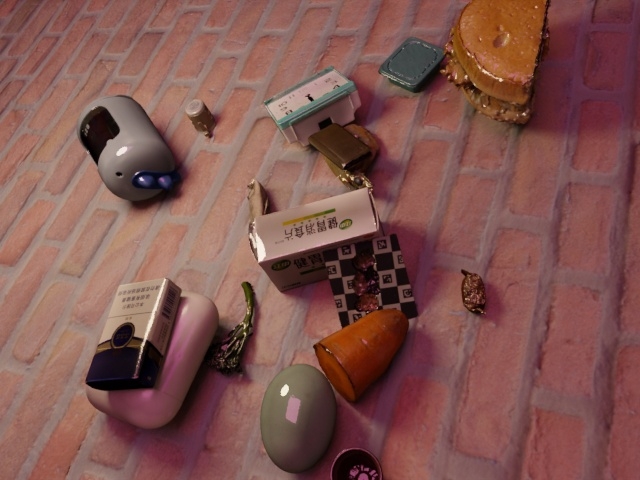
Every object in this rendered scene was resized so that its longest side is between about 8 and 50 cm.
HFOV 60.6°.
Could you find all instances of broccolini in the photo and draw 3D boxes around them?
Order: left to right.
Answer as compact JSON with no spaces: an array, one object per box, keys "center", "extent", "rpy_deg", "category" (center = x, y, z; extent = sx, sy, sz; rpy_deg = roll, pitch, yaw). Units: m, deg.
[{"center":[-0.237,0.227,1.443],"extent":[0.123,0.062,0.272],"rpy_deg":[0,52,11],"category":"broccolini"}]

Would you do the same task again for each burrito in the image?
[{"center":[-0.179,-0.088,1.595],"extent":[0.060,0.087,0.226],"rpy_deg":[-10,53,1],"category":"burrito"}]

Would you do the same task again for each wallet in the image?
[{"center":[0.056,-0.271,1.576],"extent":[0.110,0.031,0.198],"rpy_deg":[-30,45,-15],"category":"wallet"}]

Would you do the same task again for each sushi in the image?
[{"center":[0.123,0.103,1.361],"extent":[0.192,0.050,0.215],"rpy_deg":[-14,98,6],"category":"sushi"},{"center":[0.366,0.126,1.310],"extent":[0.052,0.055,0.120],"rpy_deg":[-2,60,9],"category":"sushi"}]

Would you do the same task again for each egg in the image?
[{"center":[-0.049,0.388,1.207],"extent":[0.167,0.168,0.231],"rpy_deg":[-2,64,16],"category":"egg"}]

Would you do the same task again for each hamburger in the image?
[{"center":[0.492,-0.533,1.545],"extent":[0.286,0.268,0.446],"rpy_deg":[9,67,20],"category":"hamburger"}]

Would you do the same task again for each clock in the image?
[{"center":[-0.024,-0.418,1.719],"extent":[0.262,0.116,0.231],"rpy_deg":[-28,36,-2],"category":"clock"}]

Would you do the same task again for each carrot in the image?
[{"center":[0.108,0.241,1.276],"extent":[0.225,0.159,0.159],"rpy_deg":[-37,56,-19],"category":"carrot"}]

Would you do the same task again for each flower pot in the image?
[{"center":[0.082,0.498,1.146],"extent":[0.111,0.089,0.111],"rpy_deg":[-8,57,13],"category":"flower pot"}]

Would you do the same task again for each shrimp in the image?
[{"center":[0.105,-0.244,1.603],"extent":[0.168,0.077,0.317],"rpy_deg":[-28,50,-1],"category":"shrimp"}]

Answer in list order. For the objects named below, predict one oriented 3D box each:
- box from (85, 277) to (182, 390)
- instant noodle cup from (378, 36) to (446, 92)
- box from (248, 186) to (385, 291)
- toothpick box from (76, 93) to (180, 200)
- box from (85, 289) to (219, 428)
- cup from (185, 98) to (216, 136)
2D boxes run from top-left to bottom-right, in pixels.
[{"center":[-0.438,0.222,1.295],"extent":[0.168,0.071,0.260],"rpy_deg":[-11,51,24],"category":"box"},{"center":[0.294,-0.547,1.736],"extent":[0.157,0.070,0.179],"rpy_deg":[35,74,30],"category":"instant noodle cup"},{"center":[-0.002,0.001,1.426],"extent":[0.332,0.173,0.145],"rpy_deg":[-15,55,8],"category":"box"},{"center":[-0.600,-0.279,1.760],"extent":[0.263,0.263,0.355],"rpy_deg":[-35,57,-6],"category":"toothpick box"},{"center":[-0.423,0.282,1.387],"extent":[0.288,0.141,0.349],"rpy_deg":[6,61,33],"category":"box"},{"center":[-0.410,-0.409,1.849],"extent":[0.074,0.099,0.102],"rpy_deg":[-1,59,17],"category":"cup"}]
